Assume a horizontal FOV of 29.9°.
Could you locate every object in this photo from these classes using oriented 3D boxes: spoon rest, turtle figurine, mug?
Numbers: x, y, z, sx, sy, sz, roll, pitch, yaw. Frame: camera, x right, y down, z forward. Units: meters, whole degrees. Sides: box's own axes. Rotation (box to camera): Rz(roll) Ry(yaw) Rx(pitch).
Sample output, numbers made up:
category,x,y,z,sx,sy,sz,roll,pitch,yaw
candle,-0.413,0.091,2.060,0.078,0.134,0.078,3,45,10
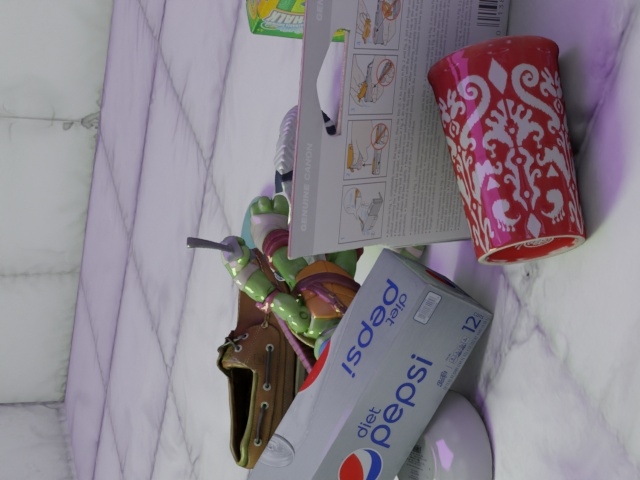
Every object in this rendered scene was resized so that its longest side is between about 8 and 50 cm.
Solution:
category,x,y,z,sx,sy,sz,roll,pitch,yaw
spoon rest,0.091,0.207,1.252,0.276,0.084,0.137,13,104,55
turtle figurine,0.000,0.000,1.302,0.275,0.198,0.266,54,-173,-27
mug,0.170,-0.069,1.019,0.113,0.150,0.169,-18,74,28

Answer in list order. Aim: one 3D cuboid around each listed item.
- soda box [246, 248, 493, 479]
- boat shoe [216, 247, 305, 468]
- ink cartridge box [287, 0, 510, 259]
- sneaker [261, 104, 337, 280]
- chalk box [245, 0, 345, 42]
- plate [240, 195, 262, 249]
category,x,y,z,sx,sy,sz,roll,pitch,yaw
soda box,0.043,0.158,1.174,0.286,0.091,0.098,-60,32,8
boat shoe,-0.083,0.155,1.624,0.111,0.104,0.307,-31,64,60
ink cartridge box,0.058,-0.141,1.058,0.066,0.261,0.296,16,106,45
sneaker,-0.039,-0.051,1.548,0.153,0.094,0.235,-7,93,61
chalk box,-0.016,-0.326,1.443,0.213,0.132,0.132,125,140,-59
plate,-0.083,0.028,1.770,0.188,0.024,0.188,-179,90,-70
